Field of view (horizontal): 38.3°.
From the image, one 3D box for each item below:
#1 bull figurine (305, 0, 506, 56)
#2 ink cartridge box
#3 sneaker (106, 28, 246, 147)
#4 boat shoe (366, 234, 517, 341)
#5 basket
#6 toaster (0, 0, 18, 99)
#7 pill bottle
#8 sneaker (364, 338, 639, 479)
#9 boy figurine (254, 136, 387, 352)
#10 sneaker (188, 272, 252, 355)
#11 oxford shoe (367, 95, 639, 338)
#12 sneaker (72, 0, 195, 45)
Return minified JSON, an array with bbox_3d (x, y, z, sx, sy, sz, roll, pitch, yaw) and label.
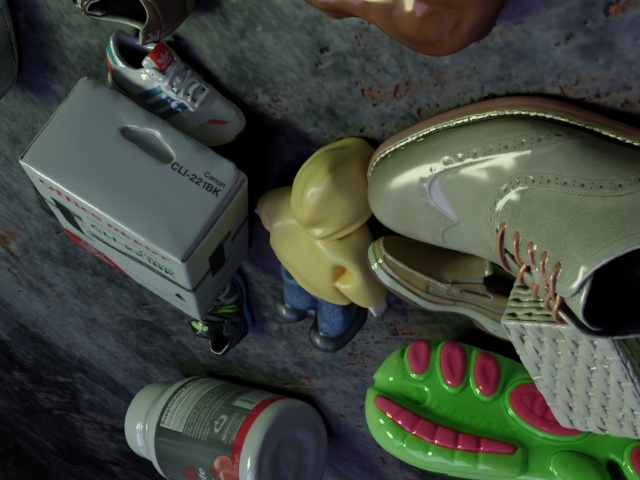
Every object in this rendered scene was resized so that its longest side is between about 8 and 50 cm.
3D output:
[{"bbox_3d":[0.074,-0.220,0.537,0.188,0.101,0.310,21,152,-1],"label":"bull figurine"},{"bbox_3d":[-0.187,-0.033,1.002,0.197,0.114,0.273,32,163,5],"label":"ink cartridge box"},{"bbox_3d":[-0.146,-0.152,0.909,0.161,0.057,0.075,31,155,12],"label":"sneaker"},{"bbox_3d":[0.136,0.031,0.872,0.190,0.068,0.072,21,135,-21],"label":"boat shoe"},{"bbox_3d":[0.244,0.087,0.816,0.113,0.103,0.167,0,134,43],"label":"basket"},{"bbox_3d":[-0.424,-0.209,1.014,0.129,0.146,0.227,30,150,7],"label":"toaster"},{"bbox_3d":[-0.159,0.311,1.453,0.318,0.176,0.176,5,139,40],"label":"pill bottle"},{"bbox_3d":[0.282,0.247,0.979,0.482,0.185,0.202,26,167,21],"label":"sneaker"},{"bbox_3d":[0.000,0.000,0.946,0.177,0.092,0.285,37,150,22],"label":"boy figurine"},{"bbox_3d":[-0.139,0.089,1.219,0.067,0.078,0.188,19,145,25],"label":"sneaker"},{"bbox_3d":[0.182,-0.012,0.696,0.397,0.146,0.140,6,139,40],"label":"oxford shoe"},{"bbox_3d":[-0.206,-0.243,0.828,0.188,0.071,0.066,30,149,8],"label":"sneaker"}]
